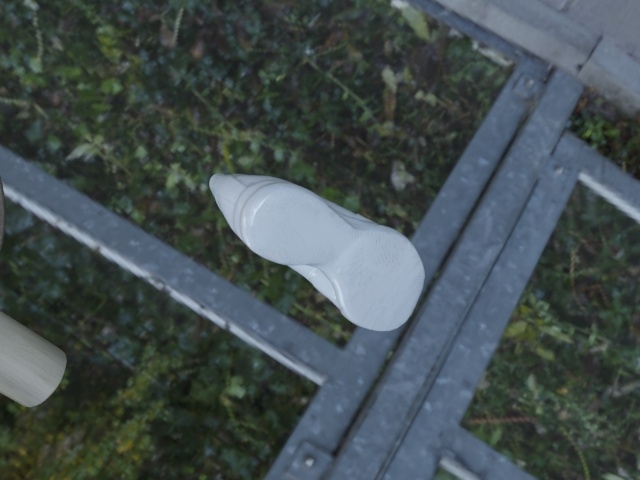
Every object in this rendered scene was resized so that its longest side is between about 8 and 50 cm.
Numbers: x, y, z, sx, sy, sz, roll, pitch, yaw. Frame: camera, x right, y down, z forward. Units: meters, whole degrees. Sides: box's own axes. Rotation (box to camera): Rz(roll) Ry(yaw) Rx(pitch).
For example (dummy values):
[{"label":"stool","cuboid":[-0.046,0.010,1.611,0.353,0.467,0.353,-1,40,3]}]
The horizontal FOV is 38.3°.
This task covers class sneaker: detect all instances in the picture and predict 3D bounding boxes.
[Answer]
[{"label":"sneaker","cuboid":[0.000,0.000,0.733,0.212,0.080,0.094,36,177,-41]}]

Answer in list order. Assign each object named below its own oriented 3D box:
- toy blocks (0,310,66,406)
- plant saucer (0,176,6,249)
[{"label":"toy blocks","cuboid":[-0.339,0.144,0.475,0.288,0.309,0.260,-22,134,27]},{"label":"plant saucer","cuboid":[-0.426,-0.035,0.831,0.278,0.278,0.041,53,-176,-23]}]
